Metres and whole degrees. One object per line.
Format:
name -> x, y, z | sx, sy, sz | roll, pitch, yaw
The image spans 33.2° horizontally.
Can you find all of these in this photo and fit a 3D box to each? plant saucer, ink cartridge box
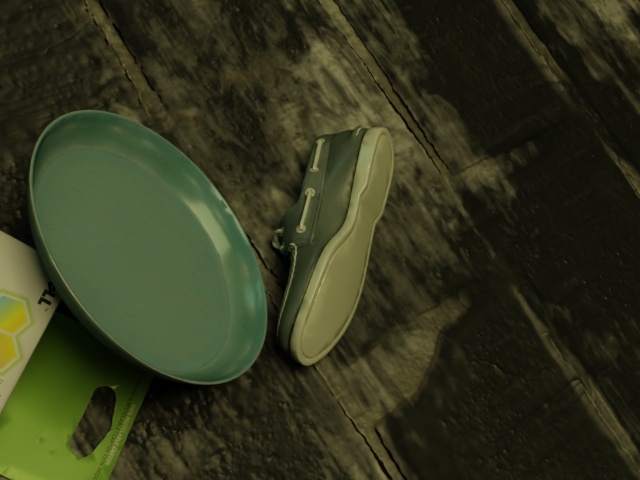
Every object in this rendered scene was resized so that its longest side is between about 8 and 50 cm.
plant saucer -> -0.178, 0.011, 1.100 | 0.317, 0.043, 0.318 | 40, 32, -31
ink cartridge box -> -0.282, 0.116, 1.016 | 0.255, 0.097, 0.189 | 29, 54, -13

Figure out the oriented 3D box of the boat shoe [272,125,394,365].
boat shoe -> 0.000, 0.000, 1.262 | 0.099, 0.116, 0.320 | 7, 59, 23
